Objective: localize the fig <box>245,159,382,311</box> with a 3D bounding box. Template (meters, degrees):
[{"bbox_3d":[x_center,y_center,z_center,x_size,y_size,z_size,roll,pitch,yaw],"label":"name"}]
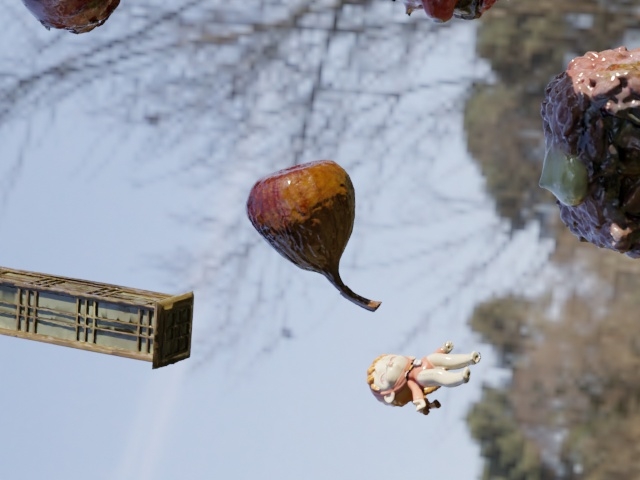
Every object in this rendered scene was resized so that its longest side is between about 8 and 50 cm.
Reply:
[{"bbox_3d":[0.000,0.000,2.227,0.201,0.134,0.146,63,-155,-9],"label":"fig"}]

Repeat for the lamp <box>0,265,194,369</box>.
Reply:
[{"bbox_3d":[-0.318,0.089,2.316,0.089,0.325,0.090,-15,-69,-63],"label":"lamp"}]

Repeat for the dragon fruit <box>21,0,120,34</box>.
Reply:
[{"bbox_3d":[-0.203,-0.239,1.451,0.190,0.094,0.094,93,-166,-46],"label":"dragon fruit"}]

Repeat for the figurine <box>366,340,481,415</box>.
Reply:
[{"bbox_3d":[0.080,0.104,1.385,0.047,0.109,0.064,45,-123,-23],"label":"figurine"}]

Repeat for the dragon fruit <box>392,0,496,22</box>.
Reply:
[{"bbox_3d":[0.128,-0.373,2.222,0.224,0.224,0.227,79,171,-45],"label":"dragon fruit"}]

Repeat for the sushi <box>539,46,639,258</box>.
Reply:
[{"bbox_3d":[0.391,-0.104,2.343,0.171,0.236,0.270,-121,22,-70],"label":"sushi"}]
